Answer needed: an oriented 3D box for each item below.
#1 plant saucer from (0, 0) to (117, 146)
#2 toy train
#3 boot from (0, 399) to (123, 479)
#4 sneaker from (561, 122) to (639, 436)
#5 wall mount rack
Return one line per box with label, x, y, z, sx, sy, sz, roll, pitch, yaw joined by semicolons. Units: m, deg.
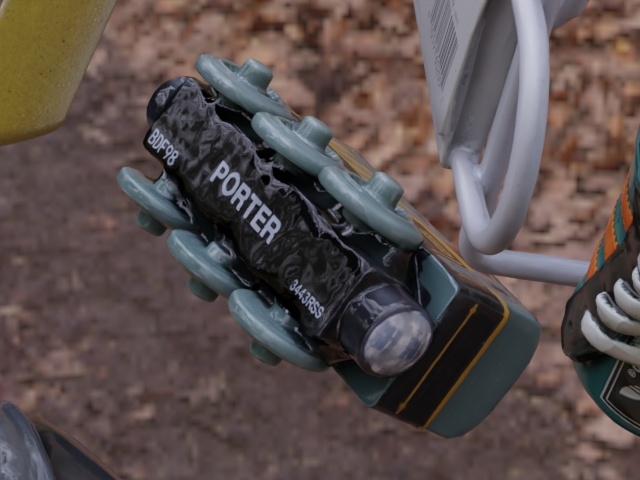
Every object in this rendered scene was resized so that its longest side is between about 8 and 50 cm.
plant saucer;-0.200;-0.213;1.572;0.081;0.333;0.333;23;1;-10
toy train;0.000;0.000;1.292;0.190;0.142;0.334;29;11;-40
boot;0.042;0.224;1.007;0.445;0.146;0.367;8;22;-25
sneaker;0.137;0.017;0.622;0.108;0.121;0.302;33;4;15
wall mount rack;0.128;-0.160;0.862;0.130;0.304;0.350;7;42;-11
